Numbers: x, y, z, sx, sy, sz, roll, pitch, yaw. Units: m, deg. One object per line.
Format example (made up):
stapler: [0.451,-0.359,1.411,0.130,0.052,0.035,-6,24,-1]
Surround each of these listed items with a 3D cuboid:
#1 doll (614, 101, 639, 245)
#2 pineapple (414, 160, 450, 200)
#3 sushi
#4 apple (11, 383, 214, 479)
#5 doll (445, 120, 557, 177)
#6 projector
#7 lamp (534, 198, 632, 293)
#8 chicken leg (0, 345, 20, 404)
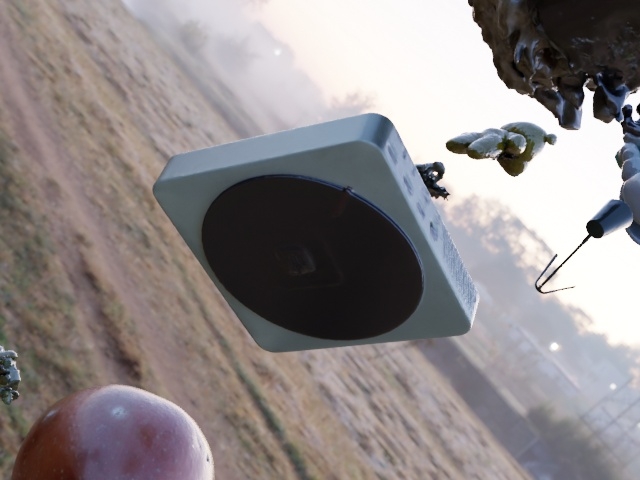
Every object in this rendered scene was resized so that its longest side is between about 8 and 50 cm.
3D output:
doll: [0.504,-0.079,1.451,0.258,0.195,0.153,44,-1,14]
pineapple: [0.038,-0.088,1.444,0.361,0.175,0.175,1,-38,51]
sushi: [0.226,-0.237,0.889,0.225,0.219,0.238,47,47,-38]
apple: [-0.351,0.409,1.662,0.348,0.348,0.277,46,35,-29]
doll: [0.306,-0.153,1.698,0.137,0.209,0.097,6,-77,53]
projector: [0.000,0.000,0.995,0.257,0.259,0.079,59,37,-34]
lamp: [0.260,0.009,0.986,0.041,0.054,0.121,49,-35,17]
chicken leg: [-0.688,0.240,1.714,0.153,0.429,0.201,-48,129,-60]
